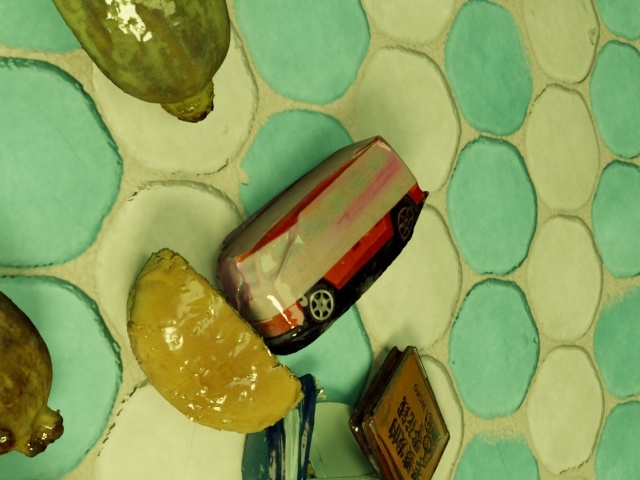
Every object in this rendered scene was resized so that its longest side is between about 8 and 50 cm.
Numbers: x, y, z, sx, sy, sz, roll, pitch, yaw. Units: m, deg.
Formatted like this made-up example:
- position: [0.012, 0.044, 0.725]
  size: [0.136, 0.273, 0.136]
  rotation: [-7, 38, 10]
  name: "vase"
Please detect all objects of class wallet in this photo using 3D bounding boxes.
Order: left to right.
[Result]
- position: [0.123, 0.267, 1.228]
  size: [0.161, 0.042, 0.196]
  rotation: [-51, 124, -42]
  name: "wallet"

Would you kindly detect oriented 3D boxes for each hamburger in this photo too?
- position: [-0.134, 0.129, 0.996]
  size: [0.131, 0.124, 0.262]
  rotation: [-50, 117, -28]
  name: "hamburger"

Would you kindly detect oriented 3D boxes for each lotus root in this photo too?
- position: [-0.339, 0.116, 0.827]
  size: [0.260, 0.128, 0.145]
  rotation: [54, 49, -27]
  name: "lotus root"
- position: [-0.191, -0.264, 0.944]
  size: [0.173, 0.173, 0.309]
  rotation: [-48, 124, -29]
  name: "lotus root"

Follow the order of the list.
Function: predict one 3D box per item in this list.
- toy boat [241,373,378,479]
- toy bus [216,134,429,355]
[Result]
- position: [0.026, 0.291, 1.167]
  size: [0.291, 0.067, 0.221]
  rotation: [11, 81, -42]
  name: "toy boat"
- position: [0.000, 0.000, 1.110]
  size: [0.302, 0.127, 0.147]
  rotation: [-42, 109, -30]
  name: "toy bus"
